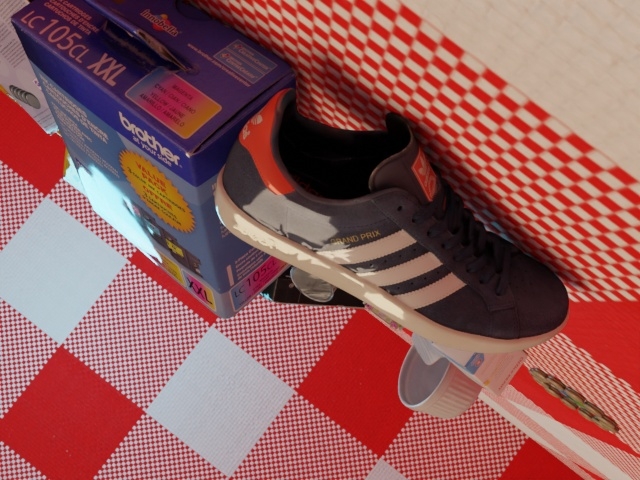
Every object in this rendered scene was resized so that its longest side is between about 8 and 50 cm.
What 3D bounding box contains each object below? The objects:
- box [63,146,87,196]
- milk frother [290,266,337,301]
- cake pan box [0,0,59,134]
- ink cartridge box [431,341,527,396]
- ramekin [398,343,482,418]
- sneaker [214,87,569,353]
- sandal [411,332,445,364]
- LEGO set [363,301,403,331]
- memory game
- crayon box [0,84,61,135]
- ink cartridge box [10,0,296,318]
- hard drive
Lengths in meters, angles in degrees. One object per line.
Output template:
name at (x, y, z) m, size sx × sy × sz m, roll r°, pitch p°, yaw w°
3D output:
box at (-0.318, -0.148, 1.368) m, size 0.279 × 0.177 × 0.290 m, roll 37°, pitch 153°, yaw -5°
milk frother at (0.000, 0.000, 1.195) m, size 0.143 × 0.135 × 0.129 m, roll 35°, pitch 144°, yaw 3°
cake pan box at (-0.406, -0.284, 1.008) m, size 0.266 × 0.070 × 0.246 m, roll -9°, pitch 130°, yaw 51°
ink cartridge box at (0.279, 0.194, 1.239) m, size 0.143 × 0.092 × 0.090 m, roll 43°, pitch 173°, yaw -39°
ramekin at (0.276, 0.299, 1.605) m, size 0.109 × 0.207 × 0.207 m, roll 30°, pitch 177°, yaw -16°
sneaker at (0.084, -0.018, 0.627) m, size 0.349 × 0.131 × 0.148 m, roll 21°, pitch 133°, yaw -8°
sandal at (0.247, 0.184, 1.456) m, size 0.102 × 0.076 × 0.265 m, roll 59°, pitch 167°, yaw 13°
LEGO set at (0.114, 0.087, 1.343) m, size 0.287 × 0.107 × 0.132 m, roll 34°, pitch 173°, yaw 38°
memory game at (0.461, 0.293, 1.312) m, size 0.186 × 0.012 × 0.186 m, roll 38°, pitch 175°, yaw 4°
crayon box at (-0.544, -0.341, 1.540) m, size 0.083 × 0.203 × 0.323 m, roll 36°, pitch 174°, yaw 16°
ink cartridge box at (-0.166, -0.119, 0.798) m, size 0.270 × 0.151 × 0.396 m, roll 36°, pitch 152°, yaw 20°
hard drive at (-0.022, 0.096, 1.696) m, size 0.338 × 0.064 × 0.236 m, roll 6°, pitch -169°, yaw -36°
